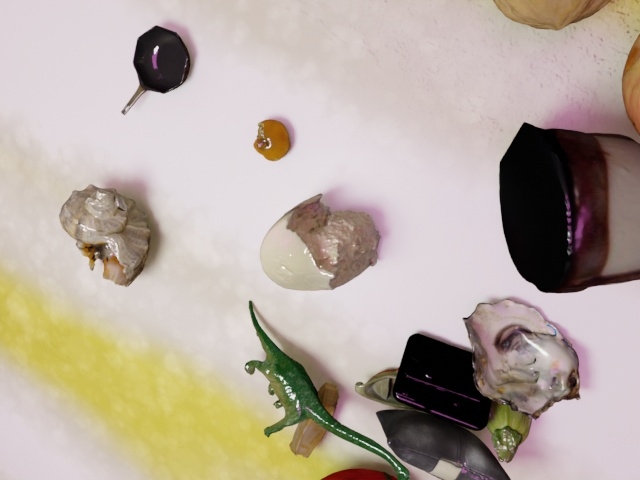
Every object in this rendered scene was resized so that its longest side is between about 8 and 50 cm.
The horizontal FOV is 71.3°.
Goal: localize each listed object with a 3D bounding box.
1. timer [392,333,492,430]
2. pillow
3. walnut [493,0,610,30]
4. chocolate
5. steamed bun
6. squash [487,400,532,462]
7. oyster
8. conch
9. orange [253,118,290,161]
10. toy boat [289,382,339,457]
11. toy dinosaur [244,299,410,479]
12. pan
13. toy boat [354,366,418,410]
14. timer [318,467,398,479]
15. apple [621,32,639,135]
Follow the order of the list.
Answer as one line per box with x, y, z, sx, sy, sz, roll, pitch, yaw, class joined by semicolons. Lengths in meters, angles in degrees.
0.251;0.279;0.895;0.187;0.055;0.144;17;64;12;timer
0.234;0.410;0.885;0.249;0.186;0.106;22;85;0;pillow
0.347;-0.447;0.657;0.224;0.225;0.261;-2;101;17;walnut
0.421;-0.054;0.713;0.186;0.283;0.284;-10;100;3;chocolate
0.000;0.000;0.853;0.199;0.225;0.171;0;102;19;steamed bun
0.370;0.368;0.874;0.105;0.132;0.105;5;105;17;squash
0.376;0.218;0.850;0.214;0.083;0.223;-11;72;-15;oyster
-0.481;-0.020;1.041;0.210;0.159;0.291;34;148;-2;conch
-0.102;-0.207;0.925;0.086;0.062;0.086;4;105;14;orange
-0.019;0.417;1.038;0.064;0.072;0.206;22;110;-16;toy boat
-0.022;0.304;0.936;0.300;0.087;0.447;-30;77;37;toy dinosaur
-0.368;-0.373;0.974;0.201;0.048;0.128;-21;95;19;pan
0.169;0.321;0.958;0.185;0.071;0.089;6;106;16;toy boat
0.091;0.671;0.900;0.378;0.378;0.279;39;112;6;timer
0.619;-0.236;0.536;0.346;0.391;0.392;20;109;-7;apple
